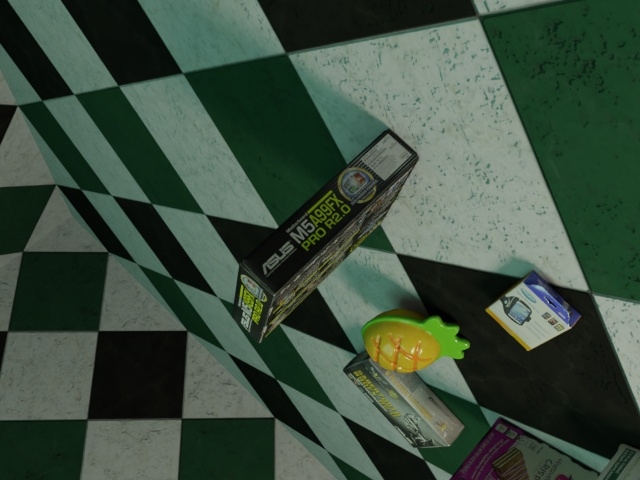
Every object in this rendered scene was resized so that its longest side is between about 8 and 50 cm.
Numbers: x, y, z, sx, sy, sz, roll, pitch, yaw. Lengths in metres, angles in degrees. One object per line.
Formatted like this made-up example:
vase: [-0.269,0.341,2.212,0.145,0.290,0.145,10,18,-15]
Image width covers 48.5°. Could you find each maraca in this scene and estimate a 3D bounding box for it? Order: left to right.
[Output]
maraca: [0.153,0.164,1.173,0.185,0.099,0.127,-11,133,36]

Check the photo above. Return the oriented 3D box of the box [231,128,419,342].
box: [0.000,0.000,0.945,0.060,0.270,0.216,43,158,9]

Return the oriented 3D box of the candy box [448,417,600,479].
candy box: [0.342,0.412,1.143,0.233,0.159,0.071,24,149,43]

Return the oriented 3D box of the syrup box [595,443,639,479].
syrup box: [0.476,0.358,0.897,0.236,0.093,0.096,11,137,56]

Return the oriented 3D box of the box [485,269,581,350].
box: [0.274,0.090,0.916,0.081,0.028,0.136,45,155,8]

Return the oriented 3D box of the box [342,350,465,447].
box: [0.164,0.321,1.452,0.231,0.056,0.183,47,158,2]
